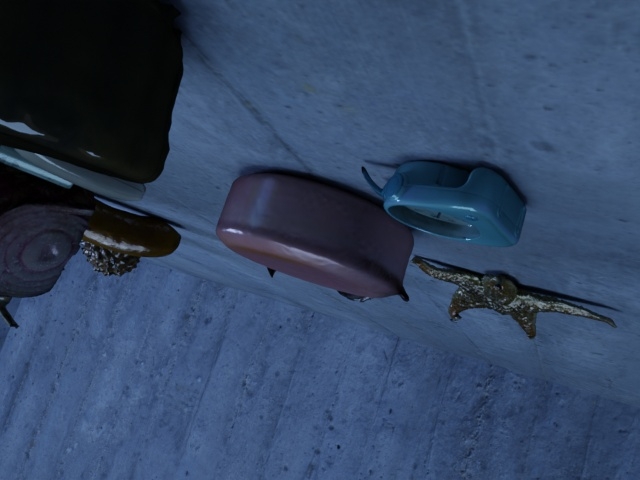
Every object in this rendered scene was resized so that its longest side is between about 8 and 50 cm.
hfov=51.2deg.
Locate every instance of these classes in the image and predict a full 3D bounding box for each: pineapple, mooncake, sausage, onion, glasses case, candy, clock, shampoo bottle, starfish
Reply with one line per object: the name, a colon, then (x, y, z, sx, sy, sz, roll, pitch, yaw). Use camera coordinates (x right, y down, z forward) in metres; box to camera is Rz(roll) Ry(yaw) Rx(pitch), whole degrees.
pineapple: (-0.541, 0.007, 1.729, 0.166, 0.166, 0.193, 19, 154, -5)
mooncake: (-0.197, -0.125, 0.433, 0.228, 0.124, 0.228, 17, 176, 1)
sausage: (-0.443, -0.028, 1.480, 0.271, 0.109, 0.109, 19, 171, -20)
onion: (-0.551, -0.045, 1.183, 0.230, 0.272, 0.256, 50, 177, 31)
glasses case: (-0.360, -0.109, 1.010, 0.081, 0.051, 0.204, 7, 165, 46)
candy: (0.000, 0.000, 0.836, 0.255, 0.094, 0.255, 18, 170, 3)
clock: (0.102, -0.036, 0.601, 0.147, 0.045, 0.108, 12, 168, 35)
shampoo bottle: (-0.471, -0.141, 1.025, 0.195, 0.056, 0.056, 23, 169, -28)
starfish: (0.282, 0.094, 1.003, 0.295, 0.048, 0.231, 13, 159, 17)

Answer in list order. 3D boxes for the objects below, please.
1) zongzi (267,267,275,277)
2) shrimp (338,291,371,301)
zongzi: (-0.081, 0.016, 1.238, 0.083, 0.073, 0.067, 57, 173, 7)
shrimp: (0.069, 0.083, 1.273, 0.073, 0.074, 0.190, -12, 172, -19)
